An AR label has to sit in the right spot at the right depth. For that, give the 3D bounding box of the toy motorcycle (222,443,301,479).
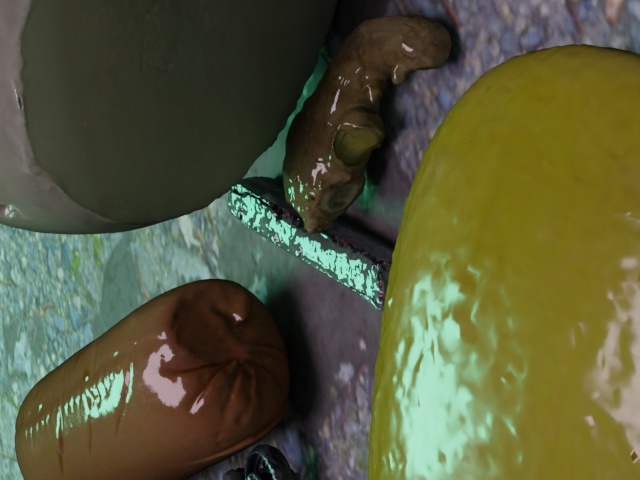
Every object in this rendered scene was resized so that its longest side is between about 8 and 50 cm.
[{"bbox_3d":[-0.023,0.234,1.301,0.124,0.061,0.193,-53,52,54],"label":"toy motorcycle"}]

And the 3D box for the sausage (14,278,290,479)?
[{"bbox_3d":[-0.121,0.115,1.391,0.304,0.121,0.121,-33,67,56],"label":"sausage"}]

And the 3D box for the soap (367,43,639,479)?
[{"bbox_3d":[0.125,0.119,0.956,0.306,0.115,0.427,35,126,53],"label":"soap"}]

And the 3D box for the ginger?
[{"bbox_3d":[0.019,-0.079,1.170,0.173,0.051,0.069,119,146,-44],"label":"ginger"}]

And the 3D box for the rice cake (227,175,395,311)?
[{"bbox_3d":[0.001,0.000,1.237,0.208,0.033,0.033,30,123,55],"label":"rice cake"}]

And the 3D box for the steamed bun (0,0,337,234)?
[{"bbox_3d":[-0.143,-0.166,1.168,0.206,0.324,0.324,24,119,33],"label":"steamed bun"}]
